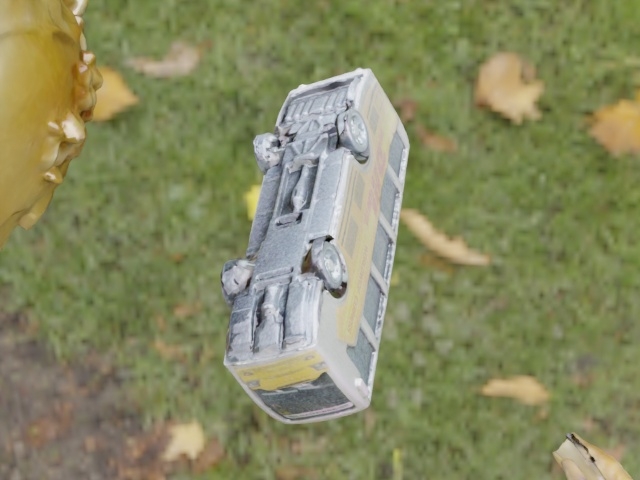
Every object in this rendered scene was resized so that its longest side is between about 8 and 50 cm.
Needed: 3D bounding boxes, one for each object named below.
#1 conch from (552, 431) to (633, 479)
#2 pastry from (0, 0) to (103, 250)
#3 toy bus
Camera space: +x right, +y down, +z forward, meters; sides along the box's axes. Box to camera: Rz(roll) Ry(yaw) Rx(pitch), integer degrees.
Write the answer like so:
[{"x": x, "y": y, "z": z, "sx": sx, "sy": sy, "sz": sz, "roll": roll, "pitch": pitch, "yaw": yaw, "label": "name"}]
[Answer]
[{"x": 0.243, "y": 0.235, "z": 1.248, "sx": 0.109, "sy": 0.093, "sz": 0.330, "roll": -38, "pitch": 41, "yaw": -6, "label": "conch"}, {"x": -0.229, "y": -0.136, "z": 0.979, "sx": 0.184, "sy": 0.316, "sz": 0.284, "roll": -41, "pitch": 24, "yaw": -27, "label": "pastry"}, {"x": 0.000, "y": 0.000, "z": 1.703, "sx": 0.097, "sy": 0.138, "sz": 0.342, "roll": -13, "pitch": 43, "yaw": 23, "label": "toy bus"}]
